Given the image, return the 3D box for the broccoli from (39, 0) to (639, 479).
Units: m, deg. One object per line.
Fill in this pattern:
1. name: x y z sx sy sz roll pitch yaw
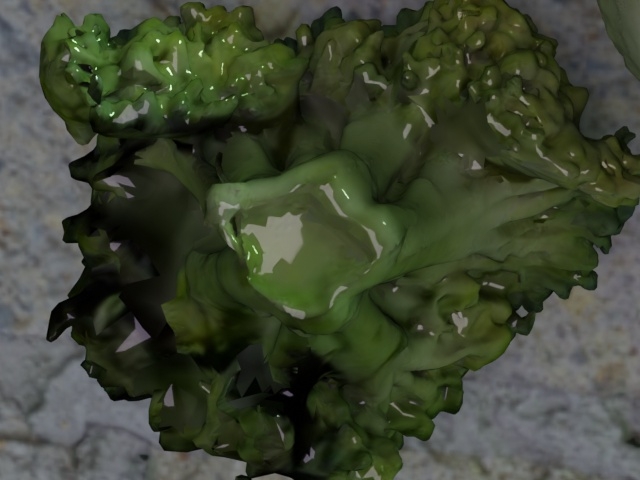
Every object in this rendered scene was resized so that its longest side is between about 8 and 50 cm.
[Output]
1. broccoli: 0.010 0.005 0.878 0.348 0.281 0.293 -5 91 11

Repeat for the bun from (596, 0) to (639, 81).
1. bun: 0.303 -0.167 0.700 0.360 0.211 0.359 1 125 2
